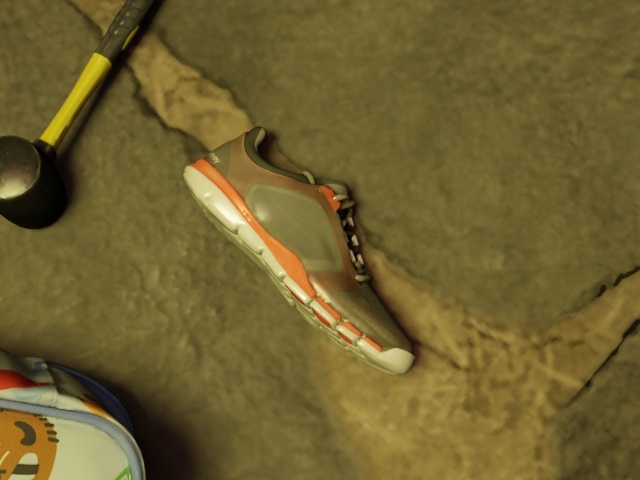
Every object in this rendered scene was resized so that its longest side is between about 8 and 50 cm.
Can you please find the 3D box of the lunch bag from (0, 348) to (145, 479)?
[{"bbox_3d":[-0.240,0.156,0.525,0.303,0.115,0.243,12,94,-16],"label":"lunch bag"}]

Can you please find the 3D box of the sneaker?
[{"bbox_3d":[0.000,0.000,0.607,0.065,0.061,0.158,-43,81,-9],"label":"sneaker"}]

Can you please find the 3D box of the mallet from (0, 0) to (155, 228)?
[{"bbox_3d":[-0.122,-0.089,0.647,0.039,0.062,0.190,28,70,7],"label":"mallet"}]
